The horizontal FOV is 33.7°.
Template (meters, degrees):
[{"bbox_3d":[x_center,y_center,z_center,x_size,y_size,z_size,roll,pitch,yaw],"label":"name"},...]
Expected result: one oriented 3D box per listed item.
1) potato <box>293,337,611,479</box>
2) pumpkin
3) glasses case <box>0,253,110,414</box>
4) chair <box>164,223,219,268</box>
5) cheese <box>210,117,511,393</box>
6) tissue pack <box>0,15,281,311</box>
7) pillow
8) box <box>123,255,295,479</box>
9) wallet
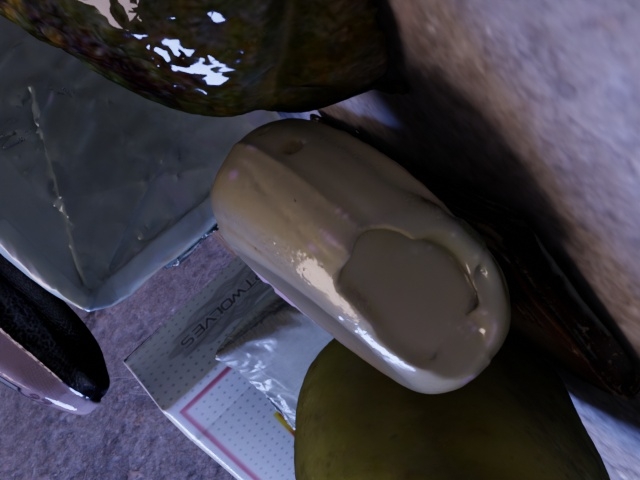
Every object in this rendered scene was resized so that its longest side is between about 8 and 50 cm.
[{"bbox_3d":[0.071,0.128,0.563,0.197,0.148,0.228,21,-156,-22],"label":"potato"},{"bbox_3d":[-0.069,-0.111,0.384,0.163,0.111,0.278,39,169,27],"label":"pumpkin"},{"bbox_3d":[-0.267,0.008,0.718,0.314,0.075,0.122,44,175,-16],"label":"glasses case"},{"bbox_3d":[-0.174,-0.053,1.260,0.147,0.136,0.270,47,172,18],"label":"chair"},{"bbox_3d":[0.000,0.000,0.487,0.137,0.064,0.227,45,173,-21],"label":"cheese"},{"bbox_3d":[-0.215,-0.121,0.810,0.332,0.205,0.405,48,174,-7],"label":"tissue pack"},{"bbox_3d":[0.017,0.084,0.812,0.050,0.148,0.229,57,180,35],"label":"pillow"},{"bbox_3d":[0.007,0.146,0.966,0.095,0.210,0.330,38,170,49],"label":"box"},{"bbox_3d":[0.061,0.003,0.545,0.122,0.031,0.232,48,174,-27],"label":"wallet"}]
